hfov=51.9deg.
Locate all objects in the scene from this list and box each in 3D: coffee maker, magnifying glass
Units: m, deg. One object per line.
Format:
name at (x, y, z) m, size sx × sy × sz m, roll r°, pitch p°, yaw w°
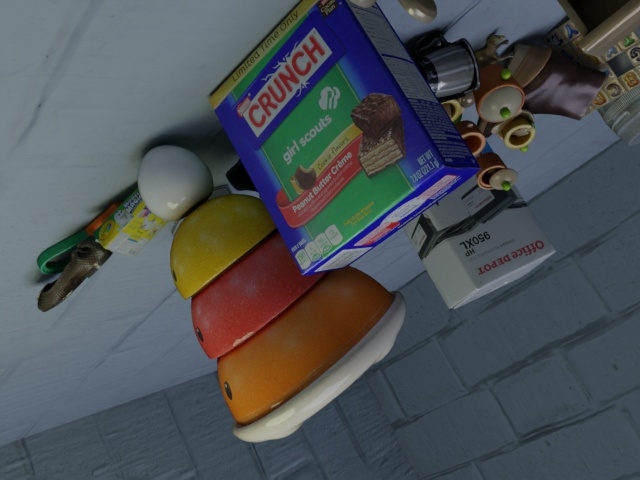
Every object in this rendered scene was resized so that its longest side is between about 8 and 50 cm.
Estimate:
coffee maker at (0.168, -0.275, 1.180) m, size 0.178 × 0.120 × 0.171 m, roll -21°, pitch 164°, yaw -23°
magnifying glass at (-0.433, -0.001, 1.205) m, size 0.231 × 0.026 × 0.092 m, roll -36°, pitch 163°, yaw 26°

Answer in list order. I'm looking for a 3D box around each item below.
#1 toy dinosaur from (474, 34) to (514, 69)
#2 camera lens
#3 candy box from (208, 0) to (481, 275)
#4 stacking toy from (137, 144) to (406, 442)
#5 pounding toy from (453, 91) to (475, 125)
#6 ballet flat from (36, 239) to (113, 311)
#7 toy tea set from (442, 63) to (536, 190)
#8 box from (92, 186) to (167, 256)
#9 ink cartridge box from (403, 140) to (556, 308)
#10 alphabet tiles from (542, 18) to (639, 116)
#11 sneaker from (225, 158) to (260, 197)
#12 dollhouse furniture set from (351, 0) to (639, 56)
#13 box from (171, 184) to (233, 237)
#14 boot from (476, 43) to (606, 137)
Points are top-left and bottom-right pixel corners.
toy dinosaur at (0.334, -0.362, 1.353) m, size 0.092 × 0.053 × 0.183 m, roll -3°, pitch 147°, yaw -25°
camera lens at (0.706, -0.381, 1.478) m, size 0.219 × 0.274 × 0.219 m, roll -26°, pitch 165°, yaw -7°
candy box at (0.022, -0.155, 0.930) m, size 0.268 × 0.317 × 0.122 m, roll -38°, pitch 161°, yaw 31°
stacking toy at (-0.126, 0.046, 1.072) m, size 0.350 × 0.480 × 0.350 m, roll -39°, pitch 180°, yaw 0°
pounding toy at (0.287, -0.244, 1.512) m, size 0.237 × 0.110 × 0.183 m, roll -35°, pitch 164°, yaw 25°
ballet flat at (-0.471, 0.064, 1.227) m, size 0.250 × 0.058 × 0.084 m, roll -32°, pitch -159°, yaw 39°
toy tea set at (0.361, -0.217, 1.382) m, size 0.200 × 0.124 × 0.336 m, roll -29°, pitch 136°, yaw 22°
box at (-0.305, -0.053, 1.164) m, size 0.179 × 0.043 × 0.105 m, roll -43°, pitch 164°, yaw 2°
ink cartridge box at (0.389, -0.058, 1.759) m, size 0.285 × 0.395 × 0.166 m, roll -22°, pitch 164°, yaw -23°
alphabet tiles at (0.565, -0.376, 1.405) m, size 0.237 × 0.198 × 0.009 m, roll -32°, pitch -169°, yaw 49°
sneaker at (-0.043, -0.110, 1.111) m, size 0.121 × 0.111 × 0.300 m, roll -37°, pitch -153°, yaw -32°
dollhouse furniture set at (0.245, -0.373, 0.719) m, size 0.394 × 0.256 × 0.362 m, roll -10°, pitch 157°, yaw -50°
box at (-0.186, 0.057, 1.321) m, size 0.087 × 0.290 × 0.169 m, roll -18°, pitch 163°, yaw -35°
boot at (0.473, -0.295, 1.441) m, size 0.090 × 0.207 × 0.248 m, roll -71°, pitch -178°, yaw -47°
